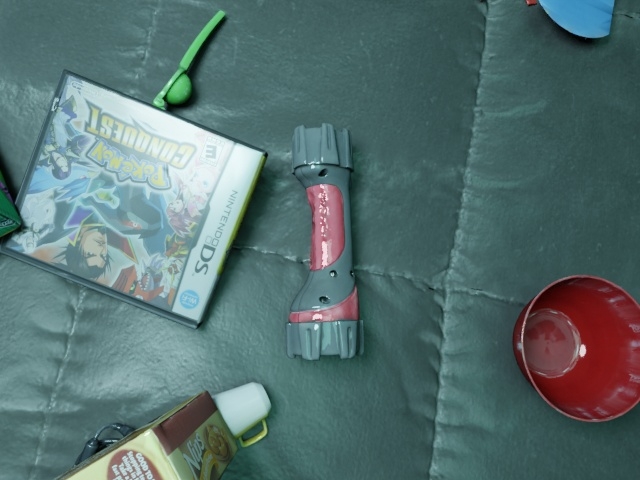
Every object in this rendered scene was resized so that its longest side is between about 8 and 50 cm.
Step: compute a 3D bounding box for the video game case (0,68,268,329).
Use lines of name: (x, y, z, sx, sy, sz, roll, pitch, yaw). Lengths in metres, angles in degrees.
video game case: (-0.239, -0.050, 0.625, 0.275, 0.035, 0.248, 22, 94, -2)

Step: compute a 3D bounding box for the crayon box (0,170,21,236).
crayon box: (-0.529, -0.029, 0.572, 0.278, 0.081, 0.165, -29, 72, -6)

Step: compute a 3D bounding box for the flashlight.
flashlight: (0.000, 0.000, 0.642, 0.103, 0.103, 0.304, -3, 82, -4)

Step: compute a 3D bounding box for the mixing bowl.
mixing bowl: (0.334, 0.141, 0.656, 0.181, 0.098, 0.181, 1, 81, -5)

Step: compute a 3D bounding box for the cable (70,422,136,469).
cable: (-0.226, 0.323, 0.592, 0.184, 0.047, 0.150, 30, 79, -1)

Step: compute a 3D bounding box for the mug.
mug: (-0.098, 0.218, 0.625, 0.064, 0.078, 0.062, -24, 52, -18)

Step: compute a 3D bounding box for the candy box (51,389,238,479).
candy box: (-0.252, 0.281, 0.484, 0.316, 0.183, 0.087, -30, 84, -2)

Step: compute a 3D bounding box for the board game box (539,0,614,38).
board game box: (0.403, -0.392, 0.780, 0.133, 0.033, 0.168, 20, 73, -9)

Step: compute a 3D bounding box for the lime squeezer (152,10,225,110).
lime squeezer: (-0.179, -0.188, 0.675, 0.110, 0.059, 0.310, -4, 81, -7)

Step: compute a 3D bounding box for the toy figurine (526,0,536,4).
toy figurine: (0.304, -0.571, 0.708, 0.191, 0.217, 0.362, 13, 80, -4)
